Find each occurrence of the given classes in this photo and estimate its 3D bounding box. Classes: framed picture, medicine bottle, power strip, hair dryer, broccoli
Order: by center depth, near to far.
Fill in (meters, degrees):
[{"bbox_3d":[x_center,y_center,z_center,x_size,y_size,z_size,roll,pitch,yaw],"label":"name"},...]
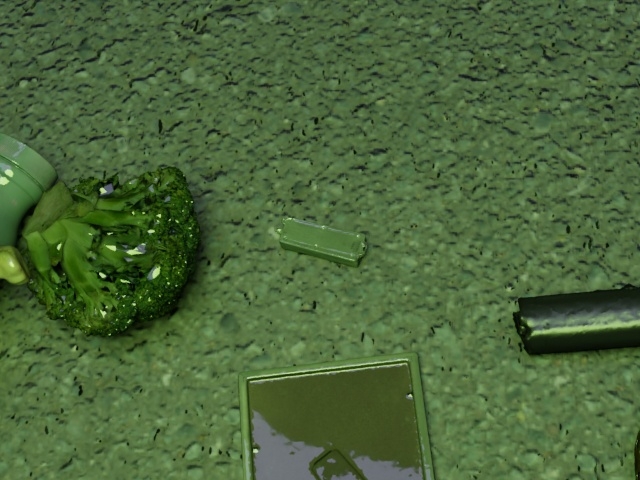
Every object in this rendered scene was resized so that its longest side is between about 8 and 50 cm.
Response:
[{"bbox_3d":[0.014,0.190,0.833,0.150,0.015,0.203,-8,63,4],"label":"framed picture"},{"bbox_3d":[0.274,0.046,0.835,0.251,0.089,0.197,-8,64,11],"label":"hair dryer"},{"bbox_3d":[-0.174,0.008,0.888,0.162,0.138,0.146,-18,51,32],"label":"broccoli"},{"bbox_3d":[-0.312,0.013,0.919,0.090,0.090,0.217,25,71,18],"label":"medicine bottle"},{"bbox_3d":[0.000,0.000,0.924,0.083,0.017,0.027,14,66,14],"label":"power strip"}]

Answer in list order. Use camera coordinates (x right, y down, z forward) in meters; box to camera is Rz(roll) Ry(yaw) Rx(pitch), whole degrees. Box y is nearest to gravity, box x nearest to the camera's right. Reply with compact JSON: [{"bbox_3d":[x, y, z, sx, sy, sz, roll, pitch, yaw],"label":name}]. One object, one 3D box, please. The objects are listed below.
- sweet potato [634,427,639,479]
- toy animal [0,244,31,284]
[{"bbox_3d":[0.249,0.221,0.758,0.081,0.062,0.233,-7,59,49],"label":"sweet potato"},{"bbox_3d":[-0.323,0.004,0.817,0.168,0.121,0.233,-18,69,2],"label":"toy animal"}]
